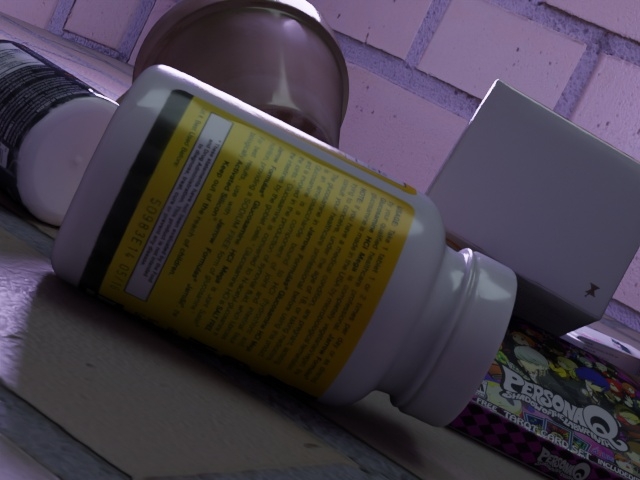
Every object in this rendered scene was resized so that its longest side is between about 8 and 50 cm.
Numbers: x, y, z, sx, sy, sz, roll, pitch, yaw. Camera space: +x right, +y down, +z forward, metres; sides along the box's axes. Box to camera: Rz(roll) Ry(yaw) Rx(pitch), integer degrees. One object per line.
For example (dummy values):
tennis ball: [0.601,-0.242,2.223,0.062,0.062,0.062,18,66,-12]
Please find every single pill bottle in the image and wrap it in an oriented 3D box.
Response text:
pill bottle: [-0.025,0.014,1.022,0.334,0.188,0.188,26,6,-5]
pill bottle: [-0.291,-0.117,1.257,0.130,0.130,0.246,20,10,-46]

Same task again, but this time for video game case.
video game case: [0.238,0.163,1.260,0.232,0.042,0.210,27,26,1]

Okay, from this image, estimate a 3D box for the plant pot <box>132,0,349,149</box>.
plant pot: [-0.095,-0.166,1.837,0.323,0.323,0.280,24,23,-25]

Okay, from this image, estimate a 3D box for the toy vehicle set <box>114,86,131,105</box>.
toy vehicle set: [-0.157,-0.094,1.622,0.267,0.035,0.166,24,-29,-25]

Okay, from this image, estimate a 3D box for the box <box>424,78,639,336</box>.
box: [0.217,-0.013,1.458,0.215,0.168,0.345,31,-10,2]

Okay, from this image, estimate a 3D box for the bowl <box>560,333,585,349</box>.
bowl: [0.318,0.136,1.977,0.142,0.053,0.142,28,4,-45]

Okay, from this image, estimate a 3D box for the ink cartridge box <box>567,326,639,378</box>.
ink cartridge box: [0.426,0.166,2.181,0.275,0.060,0.239,21,9,-38]
